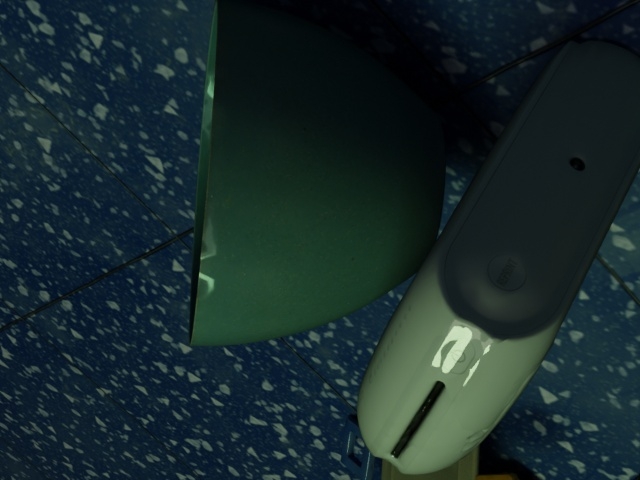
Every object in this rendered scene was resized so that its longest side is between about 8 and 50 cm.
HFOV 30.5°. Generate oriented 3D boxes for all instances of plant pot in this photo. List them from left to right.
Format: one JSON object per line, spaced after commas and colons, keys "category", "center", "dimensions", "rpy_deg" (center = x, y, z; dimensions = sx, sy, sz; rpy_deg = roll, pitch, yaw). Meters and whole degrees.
{"category": "plant pot", "center": [-0.004, -0.049, 0.995], "dimensions": [0.195, 0.290, 0.290], "rpy_deg": [5, 145, -7]}

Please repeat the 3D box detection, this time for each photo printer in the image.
{"category": "photo printer", "center": [0.136, 0.026, 0.901], "dimensions": [0.107, 0.307, 0.256], "rpy_deg": [30, 147, 7]}

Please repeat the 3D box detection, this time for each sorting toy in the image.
{"category": "sorting toy", "center": [0.134, 0.299, 1.374], "dimensions": [0.348, 0.047, 0.196], "rpy_deg": [2, 93, 59]}

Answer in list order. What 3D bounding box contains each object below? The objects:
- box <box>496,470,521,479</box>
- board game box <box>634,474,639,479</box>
{"category": "box", "center": [0.237, 0.426, 1.494], "dimensions": [0.257, 0.079, 0.322], "rpy_deg": [38, 150, -5]}
{"category": "board game box", "center": [0.405, 0.355, 1.298], "dimensions": [0.194, 0.060, 0.194], "rpy_deg": [29, 145, 9]}
